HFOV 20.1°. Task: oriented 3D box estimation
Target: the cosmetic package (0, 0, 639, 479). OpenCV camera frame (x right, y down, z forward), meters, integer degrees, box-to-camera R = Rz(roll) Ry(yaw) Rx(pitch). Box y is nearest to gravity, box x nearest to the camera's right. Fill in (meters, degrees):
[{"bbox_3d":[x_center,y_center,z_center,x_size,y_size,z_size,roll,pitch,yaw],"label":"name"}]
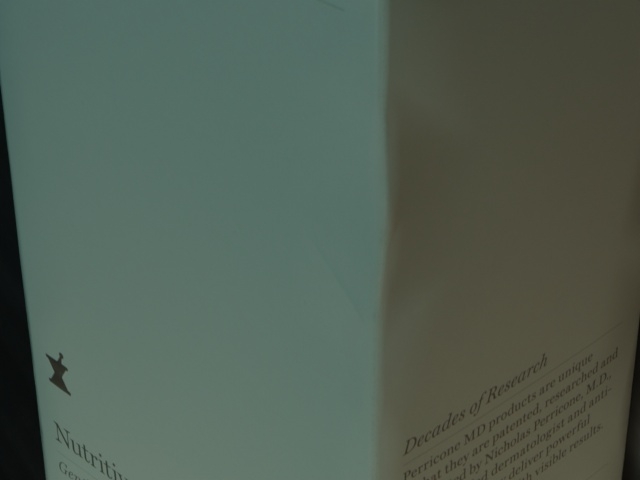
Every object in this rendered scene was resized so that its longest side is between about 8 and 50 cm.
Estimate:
[{"bbox_3d":[0.000,0.000,0.691,0.217,0.156,0.385,28,134,38],"label":"cosmetic package"}]
